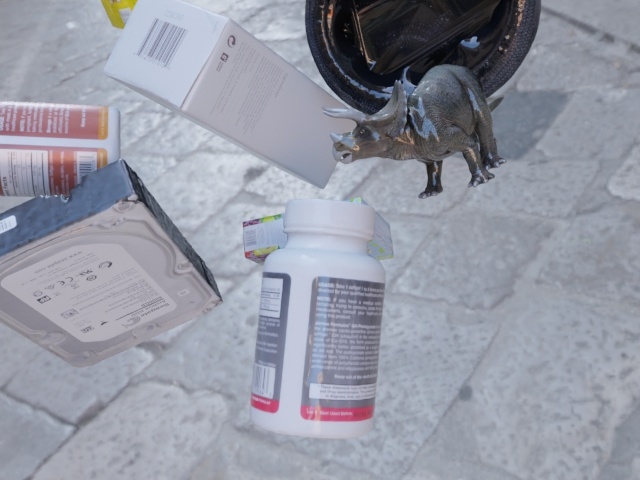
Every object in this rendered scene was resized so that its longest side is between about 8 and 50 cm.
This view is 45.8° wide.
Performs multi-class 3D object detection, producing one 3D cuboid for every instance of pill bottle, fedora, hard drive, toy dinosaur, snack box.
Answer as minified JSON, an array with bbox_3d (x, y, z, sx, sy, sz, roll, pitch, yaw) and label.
[{"bbox_3d":[-0.365,-0.115,0.962,0.216,0.121,0.121,1,25,-14],"label":"pill bottle"},{"bbox_3d":[0.151,-0.331,1.101,0.334,0.333,0.152,-6,15,22],"label":"fedora"},{"bbox_3d":[0.000,0.106,1.074,0.176,0.318,0.176,5,-4,0],"label":"pill bottle"},{"bbox_3d":[-0.282,0.050,0.965,0.237,0.339,0.064,-24,64,-2],"label":"hard drive"},{"bbox_3d":[0.162,-0.154,0.939,0.314,0.160,0.121,-34,15,-33],"label":"toy dinosaur"},{"bbox_3d":[0.000,0.000,1.267,0.207,0.174,0.070,-13,73,18],"label":"snack box"}]

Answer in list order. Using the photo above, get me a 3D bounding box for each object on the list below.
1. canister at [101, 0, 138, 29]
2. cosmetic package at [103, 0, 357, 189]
[{"bbox_3d":[-0.387,-0.492,1.438,0.073,0.169,0.126,-36,37,-24],"label":"canister"},{"bbox_3d":[-0.131,-0.237,1.253,0.217,0.385,0.156,29,92,37],"label":"cosmetic package"}]
